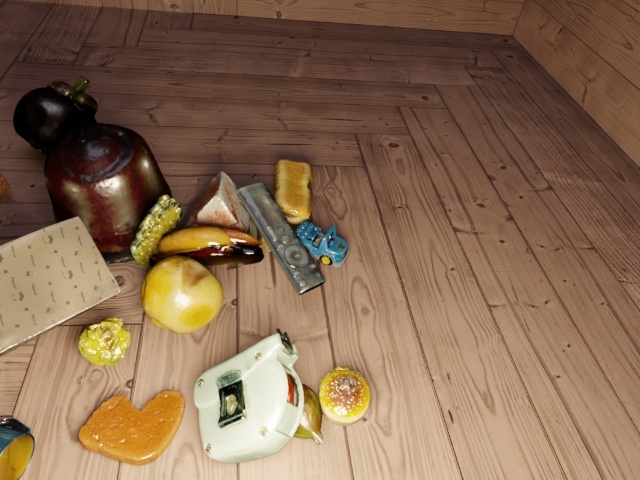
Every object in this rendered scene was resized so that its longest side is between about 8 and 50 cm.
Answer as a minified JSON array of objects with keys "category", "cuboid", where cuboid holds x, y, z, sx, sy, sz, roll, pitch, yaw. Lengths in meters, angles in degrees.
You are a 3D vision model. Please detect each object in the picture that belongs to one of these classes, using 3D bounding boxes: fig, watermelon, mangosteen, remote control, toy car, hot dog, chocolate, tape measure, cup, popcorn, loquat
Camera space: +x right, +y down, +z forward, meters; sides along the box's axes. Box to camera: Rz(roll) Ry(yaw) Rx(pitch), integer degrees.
[{"category":"fig","cuboid":[-0.037,0.402,1.180,0.109,0.103,0.155,-44,52,-13]},{"category":"watermelon","cuboid":[-0.332,-0.080,1.579,0.262,0.201,0.213,-2,39,1]},{"category":"mangosteen","cuboid":[-0.901,-0.440,1.803,0.275,0.275,0.302,28,86,20]},{"category":"remote control","cuboid":[-0.121,-0.013,1.556,0.107,0.044,0.377,-23,72,-32]},{"category":"toy car","cuboid":[0.000,0.000,1.619,0.191,0.100,0.097,24,41,10]},{"category":"hot dog","cuboid":[-0.322,0.013,1.469,0.326,0.194,0.107,-1,74,-4]},{"category":"chocolate","cuboid":[-0.622,-0.176,1.543,0.384,0.331,0.383,6,41,-5]},{"category":"tape measure","cuboid":[-0.156,0.347,1.132,0.243,0.125,0.246,-30,48,11]},{"category":"cup","cuboid":[-0.677,0.432,1.055,0.138,0.150,0.113,14,77,8]},{"category":"popcorn","cuboid":[-0.524,0.251,1.259,0.106,0.116,0.121,50,14,26]},{"category":"loquat","cuboid":[-0.357,0.136,1.336,0.213,0.213,0.213,5,43,-4]}]

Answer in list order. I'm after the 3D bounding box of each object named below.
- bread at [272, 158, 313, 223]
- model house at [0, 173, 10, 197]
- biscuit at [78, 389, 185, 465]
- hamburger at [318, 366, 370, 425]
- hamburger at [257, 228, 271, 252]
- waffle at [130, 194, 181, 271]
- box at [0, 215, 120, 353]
[{"category":"bread","cuboid":[-0.098,-0.171,1.792,0.142,0.091,0.305,7,42,-5]},{"category":"model house","cuboid":[-1.138,-0.186,1.542,0.329,0.251,0.295,4,42,-14]},{"category":"biscuit","cuboid":[-0.415,0.407,1.161,0.192,0.036,0.186,15,40,7]},{"category":"hamburger","cuboid":[0.057,0.372,1.242,0.126,0.081,0.141,16,44,8]},{"category":"hamburger","cuboid":[-0.152,-0.023,1.637,0.102,0.087,0.176,12,46,-19]},{"category":"waffle","cuboid":[-0.466,-0.028,1.456,0.054,0.223,0.204,29,70,3]},{"category":"box","cuboid":[-0.695,0.112,1.260,0.297,0.190,0.225,-31,93,-36]}]
